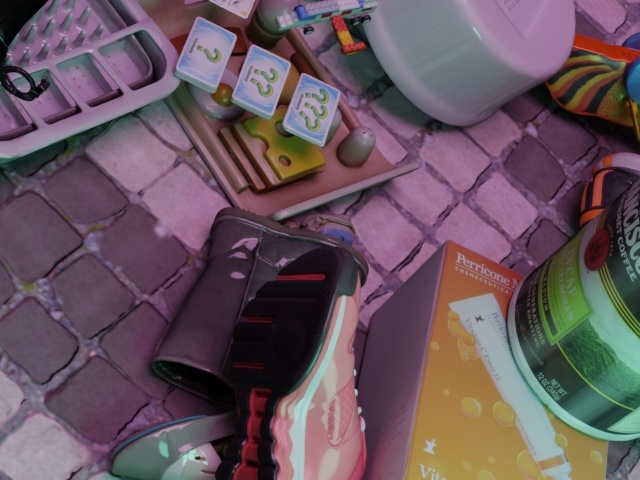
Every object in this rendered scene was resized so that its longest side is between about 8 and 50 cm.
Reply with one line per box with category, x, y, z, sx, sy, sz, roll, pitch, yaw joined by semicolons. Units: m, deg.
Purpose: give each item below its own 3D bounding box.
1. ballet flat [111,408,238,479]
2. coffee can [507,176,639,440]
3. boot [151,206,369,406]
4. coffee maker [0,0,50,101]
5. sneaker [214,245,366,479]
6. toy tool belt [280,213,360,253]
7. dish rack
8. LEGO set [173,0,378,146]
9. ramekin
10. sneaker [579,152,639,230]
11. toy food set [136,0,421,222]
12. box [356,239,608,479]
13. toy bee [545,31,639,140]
ballet flat;-0.094;0.197;1.483;0.213;0.072;0.068;-14;55;-37
coffee can;0.333;0.043;1.473;0.201;0.275;0.202;16;53;-22
boot;-0.056;0.076;1.588;0.189;0.076;0.209;15;45;-2
coffee maker;-0.313;-0.246;1.556;0.171;0.120;0.178;50;46;-21
sneaker;-0.012;0.163;1.464;0.136;0.116;0.314;21;80;-45
toy tool belt;0.000;0.000;1.686;0.083;0.052;0.051;-3;53;-30
dish rack;-0.336;-0.231;1.638;0.285;0.072;0.333;-28;76;-38
LEGO set;-0.034;-0.244;1.715;0.182;0.060;0.244;26;58;-11
ramekin;0.181;-0.287;1.868;0.277;0.135;0.277;21;59;-40
sneaker;0.450;0.036;1.884;0.321;0.125;0.180;23;54;-1
toy food set;-0.048;-0.171;1.745;0.219;0.092;0.306;-22;71;-38
box;0.151;0.210;1.552;0.215;0.168;0.345;25;50;-14
toy bee;0.417;-0.171;1.981;0.298;0.162;0.195;15;29;19
